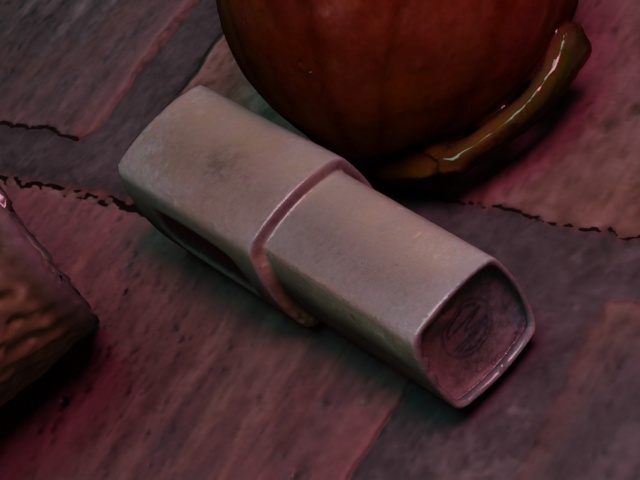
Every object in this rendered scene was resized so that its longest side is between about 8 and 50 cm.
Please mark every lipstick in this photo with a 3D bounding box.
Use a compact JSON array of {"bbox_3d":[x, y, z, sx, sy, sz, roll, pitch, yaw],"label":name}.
[{"bbox_3d":[0.000,0.000,0.948,0.077,0.079,0.253,-46,42,-12],"label":"lipstick"}]

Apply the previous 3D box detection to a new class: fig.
[{"bbox_3d":[0.040,-0.124,0.970,0.205,0.205,0.205,-20,43,20],"label":"fig"}]

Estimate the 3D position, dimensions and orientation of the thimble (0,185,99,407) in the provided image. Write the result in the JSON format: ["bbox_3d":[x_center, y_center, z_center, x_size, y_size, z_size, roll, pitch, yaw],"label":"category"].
[{"bbox_3d":[-0.251,-0.009,0.998,0.150,0.271,0.271,-39,39,-5],"label":"thimble"}]
